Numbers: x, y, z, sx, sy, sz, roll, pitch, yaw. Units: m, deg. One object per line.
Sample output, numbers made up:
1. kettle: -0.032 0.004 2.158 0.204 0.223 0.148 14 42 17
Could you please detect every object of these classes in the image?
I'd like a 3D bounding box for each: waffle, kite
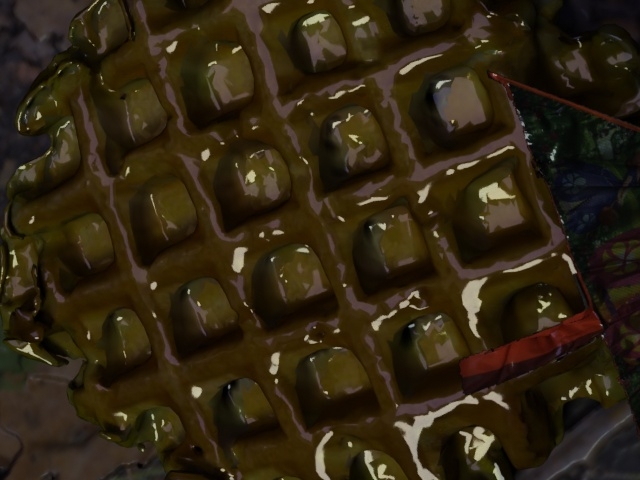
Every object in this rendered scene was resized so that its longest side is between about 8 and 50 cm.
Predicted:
1. waffle: 0.000 0.000 0.745 0.325 0.068 0.302 26 104 13
2. kite: 0.141 0.017 0.685 0.189 0.009 0.232 -25 109 -8
